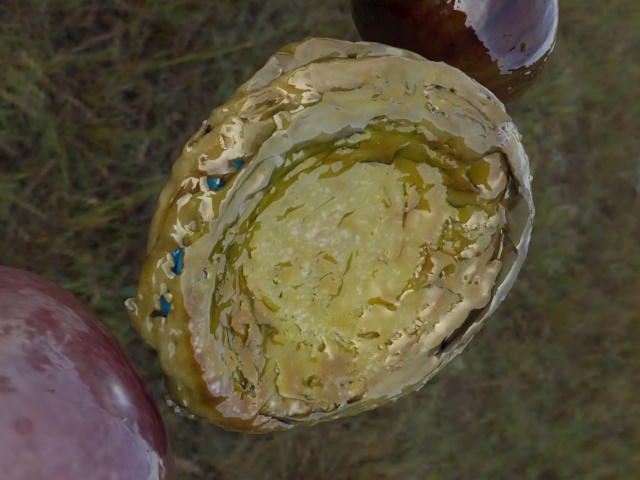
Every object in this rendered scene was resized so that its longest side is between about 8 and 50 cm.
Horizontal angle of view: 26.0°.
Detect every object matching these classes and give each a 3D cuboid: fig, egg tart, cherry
[{"bbox_3d":[0.146,-0.251,1.462,0.214,0.235,0.235,-59,151,11],"label":"fig"},{"bbox_3d":[0.000,0.000,0.877,0.291,0.291,0.107,50,-4,-41],"label":"egg tart"},{"bbox_3d":[-0.182,0.147,0.757,0.213,0.236,0.285,28,32,-33],"label":"cherry"}]
